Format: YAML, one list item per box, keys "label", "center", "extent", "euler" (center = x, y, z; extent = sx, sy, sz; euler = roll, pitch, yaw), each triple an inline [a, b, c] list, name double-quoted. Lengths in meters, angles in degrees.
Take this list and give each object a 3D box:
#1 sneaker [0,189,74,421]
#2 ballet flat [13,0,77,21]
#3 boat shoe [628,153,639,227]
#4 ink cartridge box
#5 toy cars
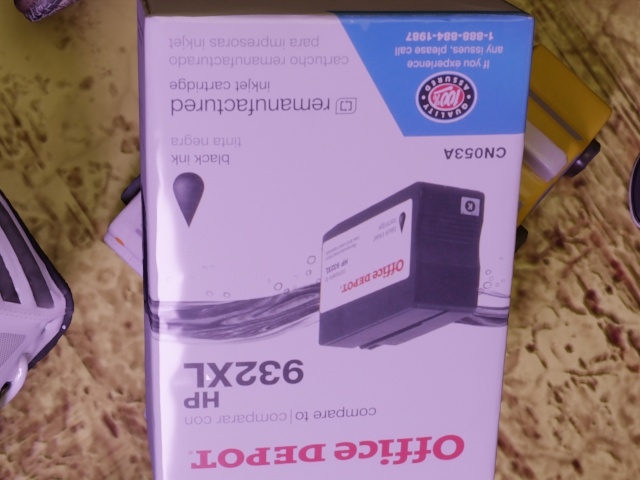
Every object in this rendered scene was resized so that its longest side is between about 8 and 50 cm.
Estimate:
- label: "sneaker"
  center: [-0.246, 0.154, 0.737]
  extent: [0.169, 0.257, 0.447]
  euler: [15, 111, 29]
- label: "ballet flat"
  center: [-0.099, -0.371, 0.873]
  extent: [0.182, 0.164, 0.483]
  euler: [13, 76, -28]
- label: "boat shoe"
  center: [0.281, -0.068, 0.935]
  extent: [0.049, 0.042, 0.133]
  euler: [31, 78, -6]
- label: "ink cartridge box"
  center: [0.000, 0.000, 0.758]
  extent: [0.223, 0.129, 0.307]
  euler: [-2, 111, -10]
- label: "toy cars"
  center: [0.040, -0.056, 0.865]
  extent: [0.393, 0.087, 0.176]
  euler: [-6, 81, -11]
